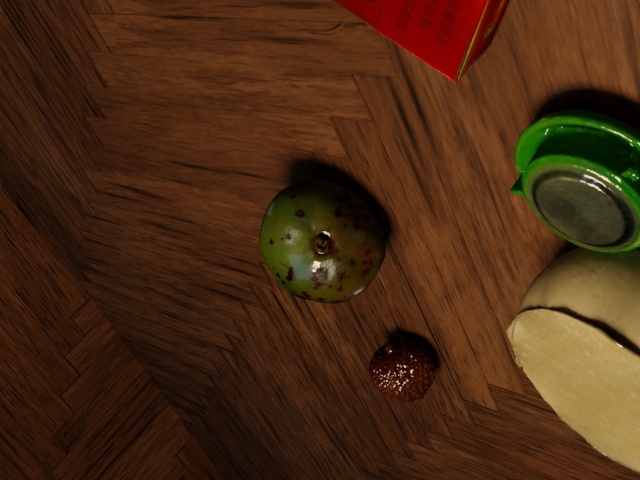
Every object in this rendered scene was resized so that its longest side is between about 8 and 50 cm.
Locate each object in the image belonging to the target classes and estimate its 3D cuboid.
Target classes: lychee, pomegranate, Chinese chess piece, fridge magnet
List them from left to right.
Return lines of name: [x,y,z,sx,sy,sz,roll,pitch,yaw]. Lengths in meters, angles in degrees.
pomegranate: [0.000,0.000,1.566,0.202,0.202,0.248,44,-176,-4]
lychee: [0.151,0.231,1.760,0.129,0.123,0.123,32,162,-33]
fridge magnet: [0.315,-0.062,1.126,0.208,0.088,0.208,29,154,16]
Chinese chess piece: [0.402,0.159,1.250,0.338,0.140,0.338,40,160,18]

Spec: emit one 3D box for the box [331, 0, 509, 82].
box: [0.063,-0.335,1.056,0.313,0.089,0.197,35,155,11]
